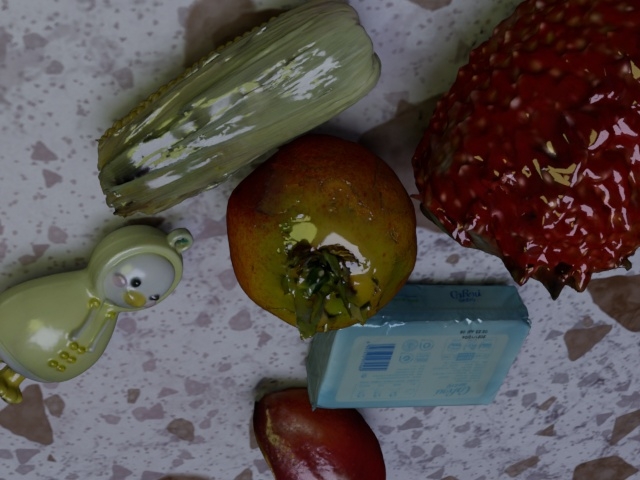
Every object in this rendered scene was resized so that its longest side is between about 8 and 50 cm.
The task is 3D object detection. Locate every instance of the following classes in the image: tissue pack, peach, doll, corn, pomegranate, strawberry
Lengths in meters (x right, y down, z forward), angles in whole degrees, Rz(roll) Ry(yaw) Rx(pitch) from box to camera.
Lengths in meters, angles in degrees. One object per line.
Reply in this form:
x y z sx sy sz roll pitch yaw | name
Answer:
0.122 0.137 1.295 0.263 0.089 0.177 0 132 -18 | tissue pack
0.008 0.302 1.373 0.154 0.159 0.267 -22 131 -4 | peach
-0.266 0.076 1.115 0.296 0.117 0.141 -31 134 13 | doll
-0.084 -0.127 0.978 0.305 0.123 0.122 -31 106 12 | corn
0.000 0.000 1.043 0.210 0.235 0.210 1 122 2 | pomegranate
0.240 -0.134 1.003 0.292 0.292 0.343 8 103 -21 | strawberry
